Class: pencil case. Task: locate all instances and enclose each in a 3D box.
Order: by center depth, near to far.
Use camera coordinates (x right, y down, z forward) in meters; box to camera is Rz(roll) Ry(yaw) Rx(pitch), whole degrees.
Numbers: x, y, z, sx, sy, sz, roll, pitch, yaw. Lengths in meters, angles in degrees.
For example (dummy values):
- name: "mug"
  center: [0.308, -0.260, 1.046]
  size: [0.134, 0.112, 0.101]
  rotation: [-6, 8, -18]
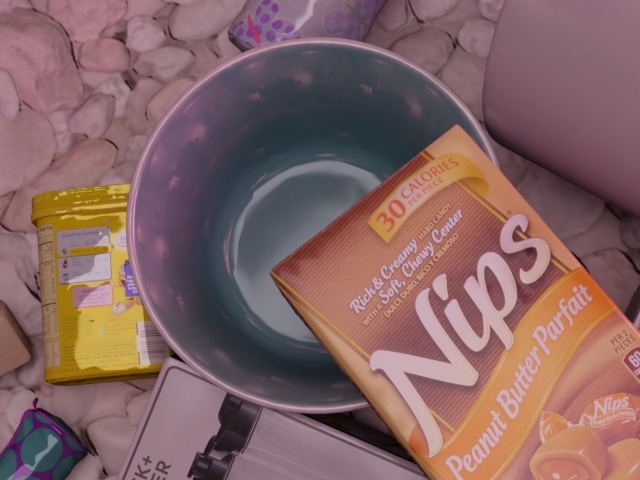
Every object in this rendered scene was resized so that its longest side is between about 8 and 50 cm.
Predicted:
- name: "pencil case"
  center: [-0.277, 0.217, 1.072]
  size: [0.070, 0.064, 0.151]
  rotation: [44, 82, -6]
- name: "pencil case"
  center: [0.030, -0.260, 1.113]
  size: [0.113, 0.124, 0.273]
  rotation: [36, 91, 30]

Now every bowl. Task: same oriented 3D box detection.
- name: "bowl"
  center: [0.000, 0.000, 1.054]
  size: [0.312, 0.163, 0.311]
  rotation: [-1, 77, 2]

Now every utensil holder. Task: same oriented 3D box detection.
- name: "utensil holder"
  center: [0.369, -0.137, 0.955]
  size: [0.385, 0.327, 0.327]
  rotation: [29, 81, 22]

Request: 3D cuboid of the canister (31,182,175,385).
- name: "canister"
  center: [-0.193, 0.041, 1.101]
  size: [0.126, 0.073, 0.170]
  rotation: [-6, 79, 2]

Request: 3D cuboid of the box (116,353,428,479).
- name: "box"
  center: [-0.023, 0.225, 1.031]
  size: [0.290, 0.087, 0.169]
  rotation: [24, 92, 8]

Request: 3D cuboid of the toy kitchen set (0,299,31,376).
- name: "toy kitchen set"
  center: [-0.370, 0.023, 1.121]
  size: [0.122, 0.166, 0.207]
  rotation: [-27, 115, -2]

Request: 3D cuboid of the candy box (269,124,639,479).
- name: "candy box"
  center: [0.130, 0.094, 0.901]
  size: [0.183, 0.087, 0.316]
  rotation: [-38, 79, -5]

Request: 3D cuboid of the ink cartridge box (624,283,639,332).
- name: "ink cartridge box"
  center: [0.390, 0.226, 0.984]
  size: [0.395, 0.166, 0.285]
  rotation: [27, 80, 8]
